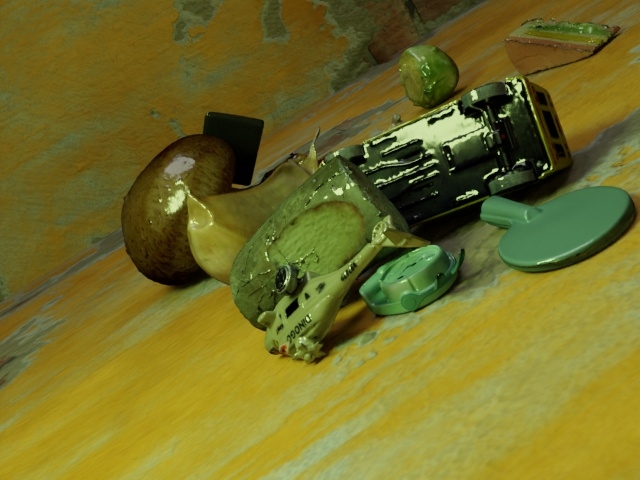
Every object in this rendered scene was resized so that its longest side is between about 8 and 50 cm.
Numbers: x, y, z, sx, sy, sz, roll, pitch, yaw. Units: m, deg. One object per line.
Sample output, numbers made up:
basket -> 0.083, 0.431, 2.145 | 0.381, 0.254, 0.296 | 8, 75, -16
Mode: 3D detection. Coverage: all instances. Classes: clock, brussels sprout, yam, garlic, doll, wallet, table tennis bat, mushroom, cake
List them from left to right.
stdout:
mushroom -> -0.231, -0.048, 1.806 | 0.331, 0.356, 0.334 | -24, 46, 49
wallet -> -0.195, -0.194, 1.863 | 0.244, 0.124, 0.025 | 112, 163, -61
garlic -> -0.066, -0.041, 1.431 | 0.151, 0.196, 0.338 | 2, 26, 43
yam -> 0.000, 0.000, 1.139 | 0.254, 0.154, 0.154 | -41, 7, 31
doll -> 0.161, -0.218, 1.772 | 0.073, 0.084, 0.127 | -39, 23, -33
clock -> 0.117, 0.042, 1.027 | 0.101, 0.041, 0.135 | -40, 16, -32
brussels sprout -> 0.262, -0.390, 2.056 | 0.122, 0.149, 0.151 | -18, 25, -19
table tennis bat -> 0.250, -0.019, 0.982 | 0.149, 0.038, 0.237 | -36, 18, -11
cake -> 0.487, -0.385, 1.756 | 0.109, 0.090, 0.225 | -35, 32, -25

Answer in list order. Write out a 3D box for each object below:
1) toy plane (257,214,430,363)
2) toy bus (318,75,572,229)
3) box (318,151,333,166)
toy plane -> 0.013, 0.060, 1.011 | 0.286, 0.092, 0.108 | -49, 35, 36
toy bus -> 0.164, -0.097, 1.198 | 0.331, 0.145, 0.151 | -21, -6, 32
box -> 0.005, -0.159, 1.966 | 0.082, 0.051, 0.023 | -33, 13, -11
